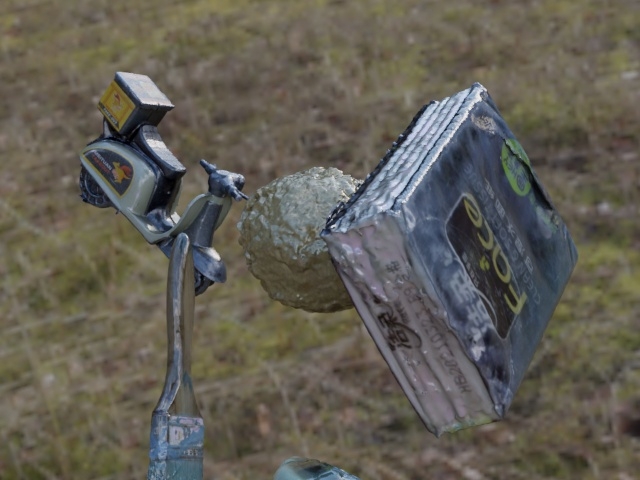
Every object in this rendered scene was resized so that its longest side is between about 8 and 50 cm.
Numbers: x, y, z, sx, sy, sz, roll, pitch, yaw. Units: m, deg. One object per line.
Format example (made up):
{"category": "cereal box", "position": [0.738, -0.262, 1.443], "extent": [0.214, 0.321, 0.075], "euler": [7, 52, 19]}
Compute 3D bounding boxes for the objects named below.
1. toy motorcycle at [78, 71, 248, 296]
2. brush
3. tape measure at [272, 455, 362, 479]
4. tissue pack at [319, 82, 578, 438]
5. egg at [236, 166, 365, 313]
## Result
{"category": "toy motorcycle", "position": [-0.180, -0.059, 1.739], "extent": [0.263, 0.157, 0.091], "euler": [47, 25, 24]}
{"category": "brush", "position": [-0.095, 0.092, 0.988], "extent": [0.021, 0.196, 0.070], "euler": [-4, -10, 20]}
{"category": "tape measure", "position": [0.044, 0.323, 1.502], "extent": [0.259, 0.138, 0.262], "euler": [26, -10, 7]}
{"category": "tissue pack", "position": [0.101, 0.006, 1.078], "extent": [0.073, 0.173, 0.235], "euler": [-21, 16, 31]}
{"category": "egg", "position": [0.000, 0.000, 1.218], "extent": [0.140, 0.118, 0.116], "euler": [27, 18, 24]}
